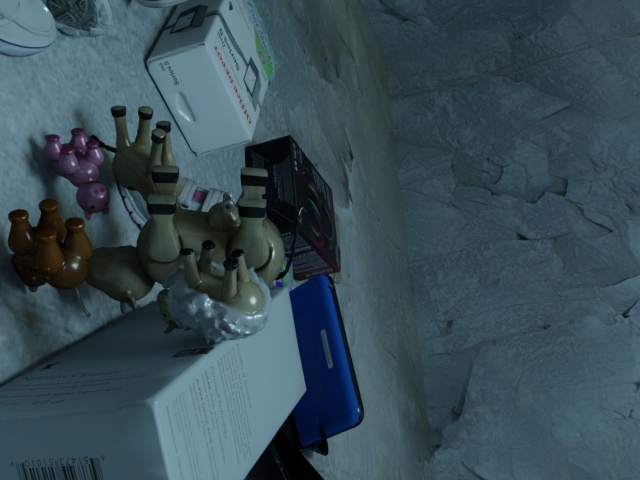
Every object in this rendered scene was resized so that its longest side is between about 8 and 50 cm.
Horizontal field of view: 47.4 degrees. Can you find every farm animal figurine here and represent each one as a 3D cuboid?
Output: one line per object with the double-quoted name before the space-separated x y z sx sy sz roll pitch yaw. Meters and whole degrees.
"farm animal figurine" -0.184 -0.007 0.850 0.330 0.326 0.172 -68 167 -55

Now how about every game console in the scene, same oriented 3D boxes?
"game console" 0.010 0.248 1.423 0.173 0.250 0.293 12 55 -44

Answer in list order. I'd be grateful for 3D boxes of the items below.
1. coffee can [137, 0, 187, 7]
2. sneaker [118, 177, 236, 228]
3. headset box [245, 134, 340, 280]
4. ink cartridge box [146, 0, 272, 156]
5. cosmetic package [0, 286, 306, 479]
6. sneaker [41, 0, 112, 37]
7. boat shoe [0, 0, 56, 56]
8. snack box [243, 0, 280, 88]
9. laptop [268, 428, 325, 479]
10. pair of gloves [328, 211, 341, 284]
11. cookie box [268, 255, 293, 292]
"coffee can" -0.257 -0.520 1.077 0.275 0.201 0.202 60 23 -45
"sneaker" -0.183 -0.045 1.078 0.252 0.111 0.103 42 33 -31
"headset box" -0.051 -0.057 1.585 0.293 0.110 0.218 49 32 -59
"ink cartridge box" -0.188 -0.314 1.307 0.273 0.114 0.198 -83 155 -48
"cosmetic package" -0.173 0.177 0.804 0.385 0.217 0.156 -44 125 -73
"sneaker" -0.334 -0.359 0.908 0.232 0.090 0.115 57 22 -52
"boat shoe" -0.355 -0.271 0.770 0.258 0.084 0.095 15 63 -72
"snack box" -0.165 -0.431 1.557 0.174 0.070 0.207 -74 148 -58
"laptop" -0.065 0.561 1.245 0.408 0.236 0.382 53 -6 45
"pair of gloves" 0.000 0.000 1.841 0.240 0.042 0.204 37 46 -63
"cookie box" -0.092 0.069 1.478 0.107 0.040 0.092 47 35 -59
